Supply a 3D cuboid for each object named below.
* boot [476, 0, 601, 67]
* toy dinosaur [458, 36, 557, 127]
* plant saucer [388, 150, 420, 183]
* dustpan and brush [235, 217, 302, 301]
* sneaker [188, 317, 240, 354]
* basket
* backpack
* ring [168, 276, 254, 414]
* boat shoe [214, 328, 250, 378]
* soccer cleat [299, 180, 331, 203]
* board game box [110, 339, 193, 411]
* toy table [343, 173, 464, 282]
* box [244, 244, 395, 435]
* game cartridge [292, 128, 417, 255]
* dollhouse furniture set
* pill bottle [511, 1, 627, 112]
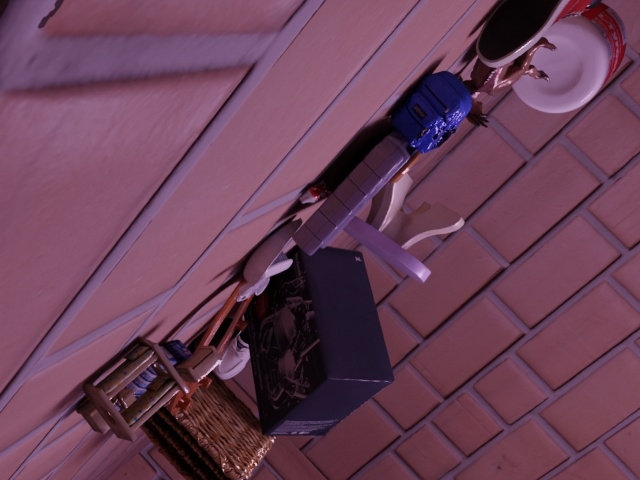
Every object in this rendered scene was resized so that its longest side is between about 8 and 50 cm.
[{"bbox_3d":[0.378,-0.373,1.257,0.244,0.088,0.176,-45,159,21],"label":"boot"},{"bbox_3d":[0.321,-0.311,1.421,0.200,0.127,0.295,-38,170,4],"label":"toy dinosaur"},{"bbox_3d":[0.163,-0.139,1.449,0.083,0.013,0.083,-46,-179,1],"label":"plant saucer"},{"bbox_3d":[-0.097,0.052,1.292,0.211,0.060,0.147,-26,151,-56],"label":"dustpan and brush"},{"bbox_3d":[-0.255,0.235,1.694,0.089,0.051,0.170,-48,169,36],"label":"sneaker"},{"bbox_3d":[-0.294,0.450,1.709,0.213,0.299,0.223,-44,178,21],"label":"basket"},{"bbox_3d":[0.184,-0.211,1.233,0.120,0.098,0.101,-47,171,34],"label":"backpack"},{"bbox_3d":[-0.188,0.190,1.454,0.336,0.032,0.336,-59,177,-5],"label":"ring"},{"bbox_3d":[-0.239,0.314,2.309,0.258,0.095,0.084,-54,171,-3],"label":"boat shoe"},{"bbox_3d":[-0.009,-0.076,1.218,0.035,0.029,0.083,-30,-179,19],"label":"soccer cleat"},{"bbox_3d":[-0.322,0.267,1.340,0.194,0.060,0.194,-45,175,-1],"label":"board game box"},{"bbox_3d":[0.162,-0.046,1.624,0.161,0.274,0.252,-52,155,-3],"label":"toy table"},{"bbox_3d":[-0.019,0.234,1.753,0.179,0.343,0.312,9,141,-31],"label":"box"},{"bbox_3d":[0.088,-0.110,1.360,0.230,0.068,0.355,-42,-178,24],"label":"game cartridge"},{"bbox_3d":[-0.278,0.200,1.157,0.182,0.101,0.161,-41,-161,-34],"label":"dollhouse furniture set"},{"bbox_3d":[0.627,-0.472,1.877,0.229,0.229,0.407,-48,174,38],"label":"pill bottle"}]
